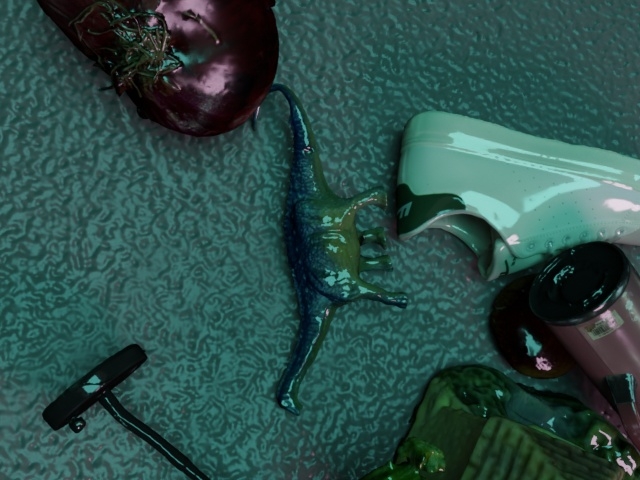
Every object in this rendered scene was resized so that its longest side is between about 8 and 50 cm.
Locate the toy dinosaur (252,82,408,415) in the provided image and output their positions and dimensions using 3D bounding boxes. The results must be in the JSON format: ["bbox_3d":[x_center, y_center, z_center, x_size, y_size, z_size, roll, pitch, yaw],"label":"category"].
[{"bbox_3d":[0.011,0.003,0.858,0.147,0.076,0.363,-5,87,-7],"label":"toy dinosaur"}]

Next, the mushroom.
[{"bbox_3d":[0.258,0.100,0.915,0.123,0.052,0.123,3,80,-16],"label":"mushroom"}]

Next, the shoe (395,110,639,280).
[{"bbox_3d":[0.254,-0.021,0.891,0.363,0.132,0.160,16,79,-6],"label":"shoe"}]

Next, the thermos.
[{"bbox_3d":[0.366,0.157,0.860,0.109,0.136,0.330,-37,114,14],"label":"thermos"}]

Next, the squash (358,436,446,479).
[{"bbox_3d":[0.009,0.336,0.728,0.101,0.101,0.379,27,107,-8],"label":"squash"}]

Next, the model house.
[{"bbox_3d":[0.241,0.279,0.779,0.321,0.266,0.261,25,82,-9],"label":"model house"}]

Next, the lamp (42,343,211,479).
[{"bbox_3d":[-0.087,0.225,0.788,0.371,0.130,0.108,31,68,-6],"label":"lamp"}]

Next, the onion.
[{"bbox_3d":[-0.148,-0.236,0.787,0.221,0.281,0.281,-28,89,28],"label":"onion"}]
